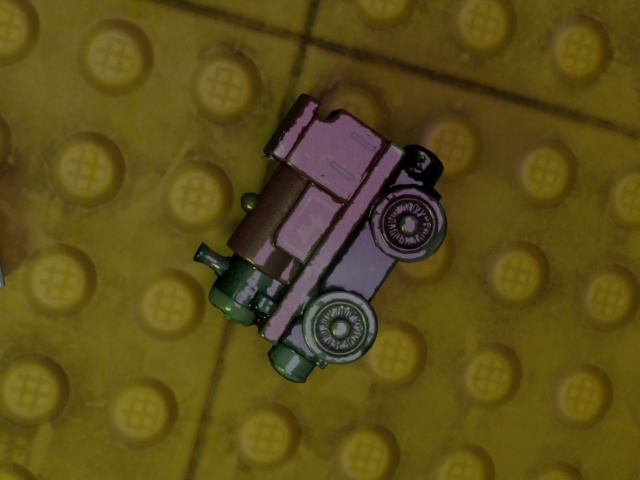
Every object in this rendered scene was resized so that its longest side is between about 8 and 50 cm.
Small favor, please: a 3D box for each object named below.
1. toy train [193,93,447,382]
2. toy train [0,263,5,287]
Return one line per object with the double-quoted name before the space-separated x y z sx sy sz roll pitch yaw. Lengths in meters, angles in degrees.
"toy train" 0.000 0.000 1.652 0.221 0.150 0.304 33 90 -7
"toy train" -0.388 -0.060 1.576 0.051 0.052 0.234 -13 101 -16
